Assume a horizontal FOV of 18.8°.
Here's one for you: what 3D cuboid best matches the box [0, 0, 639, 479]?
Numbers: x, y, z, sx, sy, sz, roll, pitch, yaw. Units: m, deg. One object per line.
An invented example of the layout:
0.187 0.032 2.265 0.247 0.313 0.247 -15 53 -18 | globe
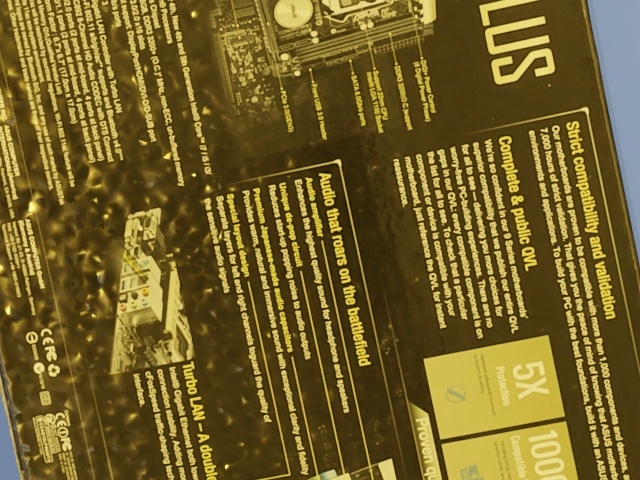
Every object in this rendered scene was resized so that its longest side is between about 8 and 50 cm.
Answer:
0.000 0.000 0.453 0.077 0.147 0.180 -29 -73 -79 | box
